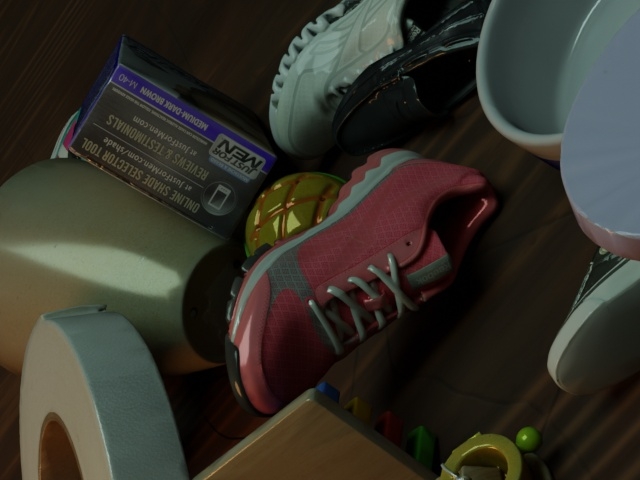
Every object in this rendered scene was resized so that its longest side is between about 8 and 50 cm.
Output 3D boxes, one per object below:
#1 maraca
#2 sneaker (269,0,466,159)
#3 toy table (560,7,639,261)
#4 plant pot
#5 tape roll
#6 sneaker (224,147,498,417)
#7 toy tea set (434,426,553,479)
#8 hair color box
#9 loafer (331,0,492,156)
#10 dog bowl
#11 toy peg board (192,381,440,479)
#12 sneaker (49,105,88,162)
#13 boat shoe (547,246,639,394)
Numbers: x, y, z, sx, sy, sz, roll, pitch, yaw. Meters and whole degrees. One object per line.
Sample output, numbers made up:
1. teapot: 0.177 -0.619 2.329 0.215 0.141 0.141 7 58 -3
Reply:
1. maraca: 0.000 0.000 1.403 0.186 0.099 0.127 34 84 37
2. sneaker: 0.054 -0.194 1.471 0.292 0.110 0.118 -53 41 16
3. toy table: 0.279 -0.064 0.905 0.274 0.161 0.252 -38 48 -4
4. plant pot: -0.194 0.047 1.545 0.274 0.256 0.256 8 73 41
5. tape roll: -0.207 0.258 1.353 0.392 0.072 0.391 173 90 -67
6. sneaker: 0.039 0.026 1.231 0.136 0.116 0.314 6 44 44
7. toy tea set: 0.038 0.260 1.034 0.336 0.124 0.200 -38 37 3
8. hair color box: -0.161 -0.122 1.554 0.110 0.185 0.339 -58 13 9
9. loafer: 0.094 -0.148 1.392 0.223 0.076 0.078 -37 32 30
10. dog bowl: 0.252 -0.173 1.150 0.265 0.104 0.264 -35 40 36
11. toy peg board: 0.006 0.187 1.199 0.161 0.161 0.079 -41 22 32
12. sneaker: -0.293 -0.076 1.876 0.178 0.124 0.295 -33 40 54
13. boat shoe: 0.240 0.017 1.056 0.219 0.078 0.070 -49 33 6
